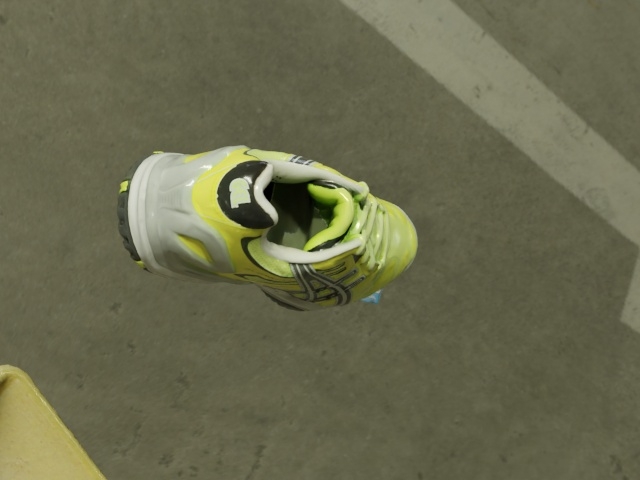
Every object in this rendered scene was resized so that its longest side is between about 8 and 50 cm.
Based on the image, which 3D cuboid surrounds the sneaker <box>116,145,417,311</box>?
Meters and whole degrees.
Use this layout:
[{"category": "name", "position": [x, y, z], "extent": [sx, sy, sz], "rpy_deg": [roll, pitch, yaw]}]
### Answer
[{"category": "sneaker", "position": [0.000, 0.000, 0.666], "extent": [0.385, 0.147, 0.145], "rpy_deg": [5, 84, -52]}]

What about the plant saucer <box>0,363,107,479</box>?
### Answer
[{"category": "plant saucer", "position": [-0.212, 0.305, 0.413], "extent": [0.332, 0.081, 0.332], "rpy_deg": [-70, 141, -57]}]

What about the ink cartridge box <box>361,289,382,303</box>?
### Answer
[{"category": "ink cartridge box", "position": [0.078, 0.024, 1.217], "extent": [0.090, 0.143, 0.092], "rpy_deg": [15, 42, 10]}]
